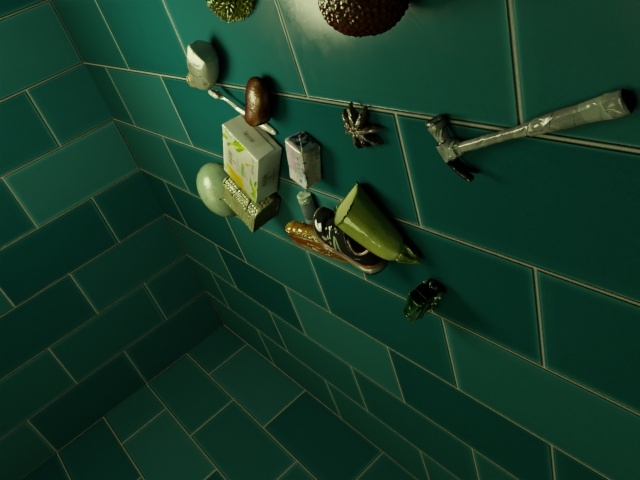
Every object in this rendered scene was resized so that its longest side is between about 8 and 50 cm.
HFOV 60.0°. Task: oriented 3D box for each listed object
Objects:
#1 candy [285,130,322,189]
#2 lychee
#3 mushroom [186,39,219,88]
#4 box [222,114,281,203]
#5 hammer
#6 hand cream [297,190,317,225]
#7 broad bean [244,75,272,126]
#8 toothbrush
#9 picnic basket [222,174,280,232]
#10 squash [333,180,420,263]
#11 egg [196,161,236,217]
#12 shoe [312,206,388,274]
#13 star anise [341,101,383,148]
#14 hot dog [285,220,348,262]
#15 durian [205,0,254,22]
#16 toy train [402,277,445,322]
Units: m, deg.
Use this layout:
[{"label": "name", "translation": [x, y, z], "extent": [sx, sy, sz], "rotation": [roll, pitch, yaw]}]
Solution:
[{"label": "candy", "translation": [-0.048, -0.239, 1.670], "extent": [0.092, 0.073, 0.160], "rotation": [43, 155, 32]}, {"label": "lychee", "translation": [0.077, -0.468, 1.028], "extent": [0.194, 0.194, 0.195], "rotation": [40, 153, 26]}, {"label": "mushroom", "translation": [-0.392, -0.556, 1.835], "extent": [0.118, 0.103, 0.270], "rotation": [54, 161, -2]}, {"label": "box", "translation": [-0.238, -0.280, 1.913], "extent": [0.194, 0.111, 0.260], "rotation": [46, 157, 18]}, {"label": "hammer", "translation": [0.362, -0.208, 1.021], "extent": [0.152, 0.044, 0.426], "rotation": [58, 155, -12]}, {"label": "hand cream", "translation": [-0.019, -0.055, 1.900], "extent": [0.079, 0.048, 0.255], "rotation": [31, 151, 48]}, {"label": "broad bean", "translation": [-0.188, -0.418, 1.671], "extent": [0.114, 0.084, 0.165], "rotation": [43, 148, 33]}, {"label": "toothbrush", "translation": [-0.259, -0.424, 1.823], "extent": [0.307, 0.029, 0.025], "rotation": [36, 127, 21]}, {"label": "picnic basket", "translation": [-0.262, -0.164, 2.082], "extent": [0.196, 0.134, 0.154], "rotation": [48, 159, 12]}, {"label": "squash", "translation": [0.149, -0.015, 1.552], "extent": [0.287, 0.137, 0.137], "rotation": [49, 156, 6]}, {"label": "egg", "translation": [-0.401, -0.202, 2.230], "extent": [0.169, 0.169, 0.237], "rotation": [7, 127, 58]}, {"label": "shoe", "translation": [0.081, -0.016, 1.684], "extent": [0.291, 0.114, 0.137], "rotation": [37, 156, 27]}, {"label": "star anise", "translation": [0.097, -0.283, 1.393], "extent": [0.141, 0.042, 0.141], "rotation": [39, 151, 27]}, {"label": "hot dog", "translation": [0.000, 0.000, 1.829], "extent": [0.268, 0.072, 0.115], "rotation": [23, 168, 17]}, {"label": "durian", "translation": [-0.259, -0.646, 1.485], "extent": [0.137, 0.095, 0.220], "rotation": [62, 161, -17]}, {"label": "toy train", "translation": [0.287, 0.175, 1.582], "extent": [0.071, 0.111, 0.171], "rotation": [48, 155, 22]}]
